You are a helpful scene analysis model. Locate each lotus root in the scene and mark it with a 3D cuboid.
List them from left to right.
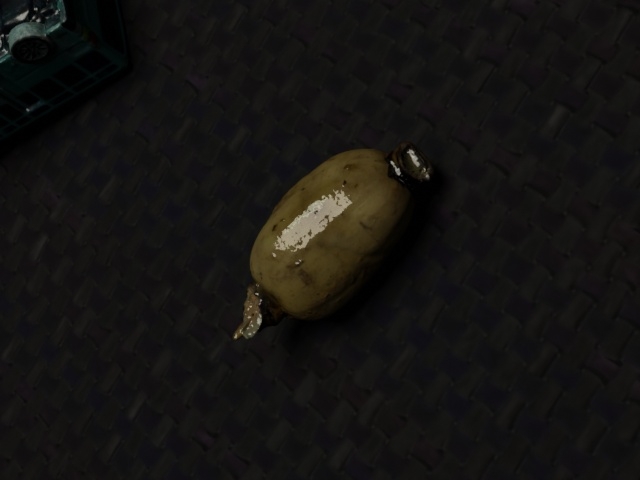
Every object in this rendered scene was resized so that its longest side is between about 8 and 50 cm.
[{"bbox_3d":[0.000,0.000,0.971,0.152,0.063,0.072,-48,60,9],"label":"lotus root"}]

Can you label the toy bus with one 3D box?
[{"bbox_3d":[-0.217,-0.124,1.174,0.160,0.092,0.079,-27,56,21],"label":"toy bus"}]
